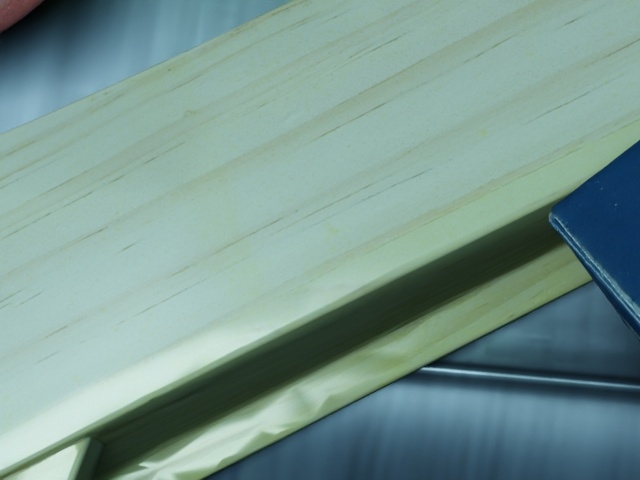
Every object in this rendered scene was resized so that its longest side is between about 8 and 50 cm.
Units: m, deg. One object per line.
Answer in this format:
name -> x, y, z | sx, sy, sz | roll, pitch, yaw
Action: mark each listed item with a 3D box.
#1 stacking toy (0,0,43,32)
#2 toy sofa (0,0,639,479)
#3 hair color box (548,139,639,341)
stacking toy -> -0.225, -0.230, 0.744 | 0.279, 0.130, 0.309 | -4, 83, 31
toy sofa -> 0.000, 0.000, 0.762 | 0.362, 0.150, 0.177 | -27, 78, -3
hair color box -> 0.254, 0.075, 0.677 | 0.174, 0.105, 0.347 | -38, 117, 5
